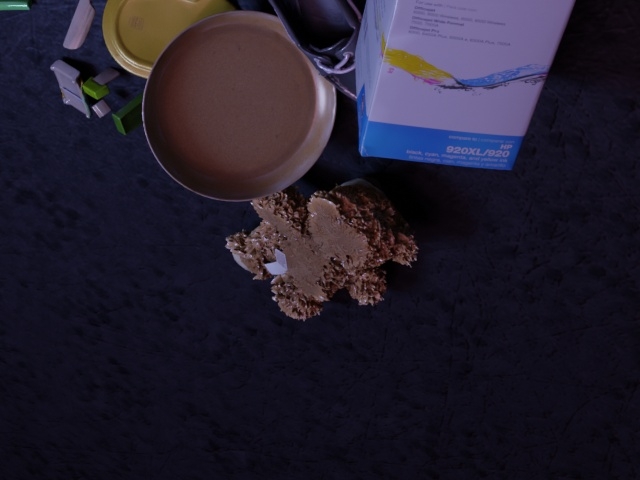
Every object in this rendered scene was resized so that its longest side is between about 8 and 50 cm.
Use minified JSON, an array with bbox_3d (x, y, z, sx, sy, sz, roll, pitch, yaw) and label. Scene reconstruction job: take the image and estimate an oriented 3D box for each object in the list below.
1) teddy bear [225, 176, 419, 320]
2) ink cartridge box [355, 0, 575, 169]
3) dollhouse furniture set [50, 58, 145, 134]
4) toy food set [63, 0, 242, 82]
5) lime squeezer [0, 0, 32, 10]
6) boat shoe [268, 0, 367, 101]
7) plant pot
[{"bbox_3d":[0.000,0.000,1.621,0.245,0.113,0.338,37,148,7],"label":"teddy bear"},{"bbox_3d":[0.136,-0.216,1.214,0.168,0.171,0.232,6,138,-6],"label":"ink cartridge box"},{"bbox_3d":[-0.298,-0.204,1.664,0.152,0.058,0.076,32,152,33],"label":"dollhouse furniture set"},{"bbox_3d":[-0.193,-0.265,1.506,0.218,0.071,0.128,19,104,7],"label":"toy food set"},{"bbox_3d":[-0.523,-0.291,1.704,0.110,0.059,0.310,48,137,-15],"label":"lime squeezer"},{"bbox_3d":[-0.012,-0.265,1.358,0.112,0.095,0.335,-11,122,40],"label":"boat shoe"},{"bbox_3d":[-0.098,-0.163,1.466,0.236,0.032,0.236,-5,113,-12],"label":"plant pot"}]
